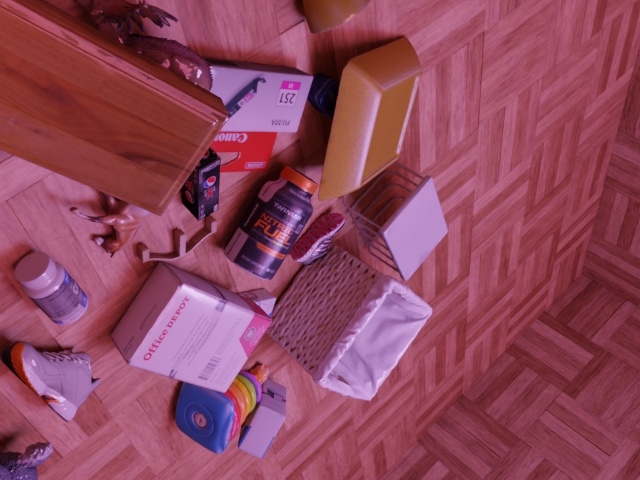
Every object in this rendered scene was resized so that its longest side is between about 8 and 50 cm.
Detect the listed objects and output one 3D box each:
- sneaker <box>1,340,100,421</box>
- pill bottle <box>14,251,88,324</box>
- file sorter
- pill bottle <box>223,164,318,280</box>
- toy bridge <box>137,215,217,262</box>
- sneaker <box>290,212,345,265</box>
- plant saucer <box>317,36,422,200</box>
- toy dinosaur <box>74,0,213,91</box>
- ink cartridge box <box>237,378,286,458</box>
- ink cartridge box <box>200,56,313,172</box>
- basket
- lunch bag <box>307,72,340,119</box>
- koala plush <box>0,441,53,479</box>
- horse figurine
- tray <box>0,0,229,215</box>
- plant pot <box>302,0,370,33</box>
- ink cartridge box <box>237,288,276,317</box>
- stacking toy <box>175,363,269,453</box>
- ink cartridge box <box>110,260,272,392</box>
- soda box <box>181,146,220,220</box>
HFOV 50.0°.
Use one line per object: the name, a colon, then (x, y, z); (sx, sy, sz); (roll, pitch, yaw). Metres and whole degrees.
sneaker: (-0.515, 0.245, 1.335); (0.121, 0.099, 0.262); (-47, 154, -24)
pill bottle: (-0.481, 0.085, 1.231); (0.078, 0.078, 0.137); (-42, 145, -18)
file sorter: (0.201, -0.061, 1.857); (0.193, 0.173, 0.277); (-48, 147, -11)
pill bottle: (-0.103, -0.045, 1.536); (0.245, 0.130, 0.130); (-59, 146, 6)
toy bridge: (-0.295, 0.006, 1.438); (0.188, 0.026, 0.063); (-25, 140, -36)
sneaker: (0.000, 0.000, 1.766); (0.170, 0.063, 0.075); (-45, 146, -4)
plant saucer: (0.130, -0.272, 1.581); (0.333, 0.081, 0.332); (-38, 147, -51)
toy dinosaur: (-0.257, -0.286, 1.093); (0.296, 0.127, 0.200); (14, 121, -41)
ink cartridge box: (-0.158, 0.486, 1.896); (0.139, 0.082, 0.190); (-61, -171, 10)
ink cartridge box: (-0.157, -0.232, 1.368); (0.275, 0.060, 0.239); (-9, 125, -47)
basket: (0.076, 0.213, 1.864); (0.331, 0.266, 0.328); (-54, 147, 1)
lunch bag: (0.017, -0.315, 1.499); (0.067, 0.065, 0.098); (-53, 147, -1)
koala plush: (-0.631, 0.471, 1.313); (0.196, 0.203, 0.221); (-58, 158, 7)
horse figurine: (-0.339, -0.094, 1.258); (0.263, 0.066, 0.174); (-50, 145, -6)
tray: (-0.357, -0.199, 0.971); (0.411, 0.076, 0.203); (24, 114, -36)
plant pot: (0.017, -0.476, 1.319); (0.134, 0.134, 0.095); (-43, 121, -17)
ink cartridge box: (-0.180, 0.176, 1.708); (0.122, 0.052, 0.088); (-8, 125, -46)
stacking toy: (-0.222, 0.404, 1.802); (0.302, 0.166, 0.175); (-26, 136, -57)
ink cartridge box: (-0.277, 0.192, 1.502); (0.283, 0.117, 0.207); (31, 94, -45)
soda box: (-0.234, -0.115, 1.338); (0.053, 0.060, 0.169); (-34, 159, -28)
